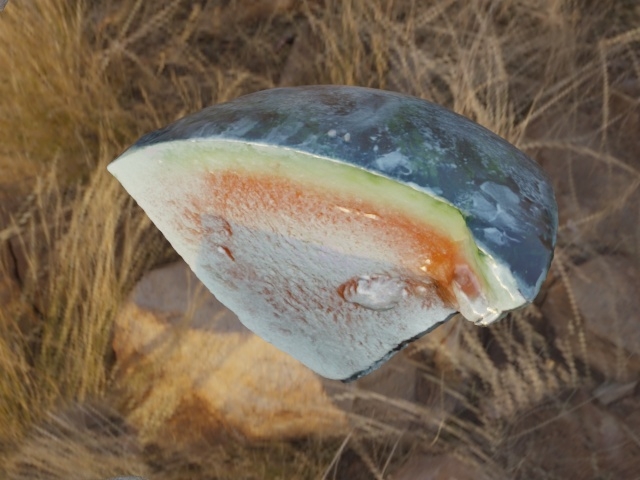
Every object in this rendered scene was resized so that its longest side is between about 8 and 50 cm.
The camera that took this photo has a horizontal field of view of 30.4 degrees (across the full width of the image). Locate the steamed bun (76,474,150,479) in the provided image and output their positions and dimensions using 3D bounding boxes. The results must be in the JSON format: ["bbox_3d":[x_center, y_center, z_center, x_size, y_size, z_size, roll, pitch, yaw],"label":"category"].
[{"bbox_3d":[-0.219,0.308,0.961,0.218,0.144,0.211,-11,84,35],"label":"steamed bun"}]

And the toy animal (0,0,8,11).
[{"bbox_3d":[-0.210,-0.180,0.270,0.256,0.213,0.195,20,108,20],"label":"toy animal"}]

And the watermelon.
[{"bbox_3d":[0.000,0.000,0.788,0.289,0.320,0.214,8,106,-16],"label":"watermelon"}]
